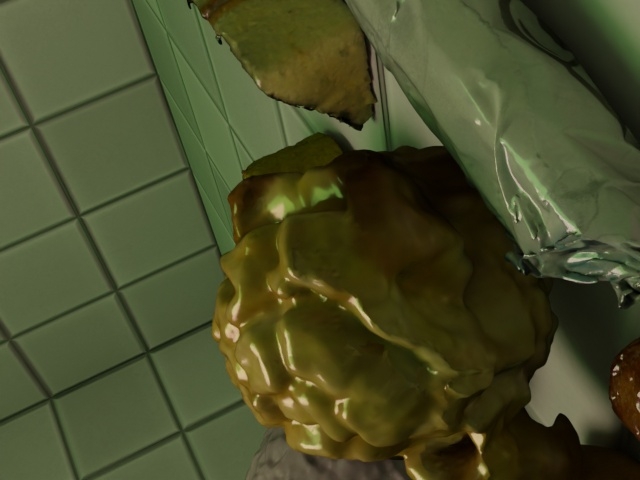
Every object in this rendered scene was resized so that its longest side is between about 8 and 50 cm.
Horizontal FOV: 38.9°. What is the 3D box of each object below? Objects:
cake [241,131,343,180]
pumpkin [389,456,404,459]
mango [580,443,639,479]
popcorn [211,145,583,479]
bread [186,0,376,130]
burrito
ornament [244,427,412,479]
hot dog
[{"bbox_3d":[0.000,0.000,1.191,0.179,0.156,0.260,-134,20,-76],"label":"cake"},{"bbox_3d":[0.058,0.074,0.952,0.320,0.192,0.320,157,90,-79],"label":"pumpkin"},{"bbox_3d":[0.229,0.230,0.733,0.219,0.112,0.144,-131,16,-83],"label":"mango"},{"bbox_3d":[0.066,0.064,0.688,0.332,0.265,0.225,46,136,-8],"label":"popcorn"},{"bbox_3d":[-0.046,-0.249,0.980,0.266,0.178,0.141,54,133,34],"label":"bread"},{"bbox_3d":[0.097,-0.118,0.591,0.445,0.101,0.139,59,176,22],"label":"burrito"},{"bbox_3d":[0.070,0.345,1.158,0.337,0.337,0.337,60,168,22],"label":"ornament"},{"bbox_3d":[0.234,0.115,0.560,0.147,0.065,0.099,-113,1,-72],"label":"hot dog"}]
